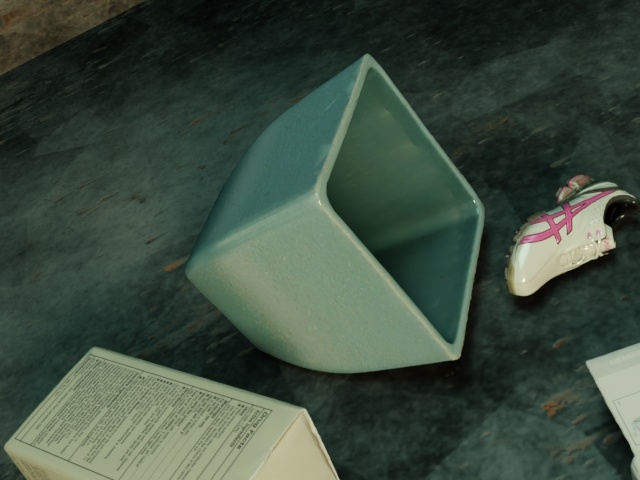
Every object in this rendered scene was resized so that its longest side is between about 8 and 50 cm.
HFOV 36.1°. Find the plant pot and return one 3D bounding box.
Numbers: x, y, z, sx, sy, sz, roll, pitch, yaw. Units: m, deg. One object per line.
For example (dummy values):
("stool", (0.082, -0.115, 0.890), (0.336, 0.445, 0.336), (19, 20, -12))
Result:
("plant pot", (0.000, 0.000, 1.083), (0.252, 0.248, 0.247), (-23, 32, 33))

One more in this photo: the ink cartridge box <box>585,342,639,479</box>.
("ink cartridge box", (0.391, 0.155, 0.812), (0.275, 0.060, 0.239), (-20, 36, 5))

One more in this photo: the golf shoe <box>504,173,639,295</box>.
("golf shoe", (0.273, -0.004, 1.068), (0.086, 0.067, 0.186), (22, 56, 42))

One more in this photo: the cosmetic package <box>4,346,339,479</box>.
("cosmetic package", (-0.147, 0.224, 0.968), (0.296, 0.129, 0.153), (10, 47, 38))
